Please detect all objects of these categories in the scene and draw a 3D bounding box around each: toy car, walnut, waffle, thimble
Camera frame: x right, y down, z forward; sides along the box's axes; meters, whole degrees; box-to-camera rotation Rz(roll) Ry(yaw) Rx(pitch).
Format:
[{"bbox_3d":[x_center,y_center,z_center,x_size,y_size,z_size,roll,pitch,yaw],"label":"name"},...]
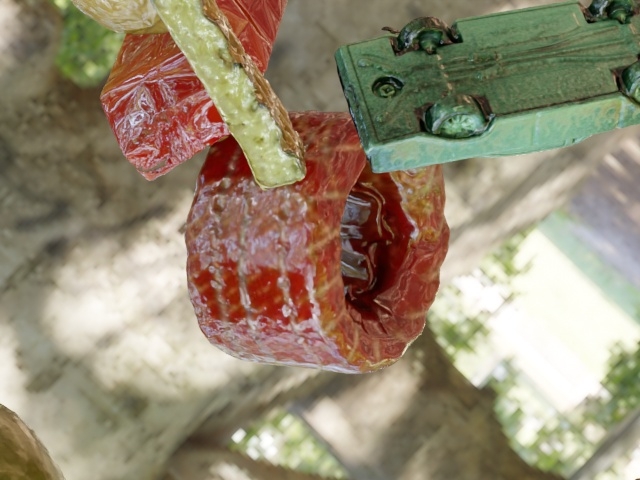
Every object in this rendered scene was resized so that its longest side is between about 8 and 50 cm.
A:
[{"bbox_3d":[0.181,-0.143,1.424,0.097,0.321,0.141,87,170,-49],"label":"toy car"},{"bbox_3d":[-0.230,-0.352,1.902,0.193,0.193,0.225,43,-155,-57],"label":"walnut"},{"bbox_3d":[-0.098,-0.178,1.708,0.248,0.055,0.221,58,-176,-11],"label":"waffle"},{"bbox_3d":[0.000,0.000,2.089,0.230,0.350,0.350,5,157,33],"label":"thimble"}]

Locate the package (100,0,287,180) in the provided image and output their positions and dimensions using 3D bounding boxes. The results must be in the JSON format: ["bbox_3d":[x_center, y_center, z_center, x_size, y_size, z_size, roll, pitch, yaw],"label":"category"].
[{"bbox_3d":[-0.159,-0.267,2.113,0.123,0.196,0.423,45,-144,-27],"label":"package"}]

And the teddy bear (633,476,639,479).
[{"bbox_3d":[0.447,0.359,1.805,0.190,0.140,0.177,39,-139,-33],"label":"teddy bear"}]

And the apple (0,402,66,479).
[{"bbox_3d":[-0.485,0.374,1.791,0.473,0.473,0.473,44,-179,0],"label":"apple"}]
